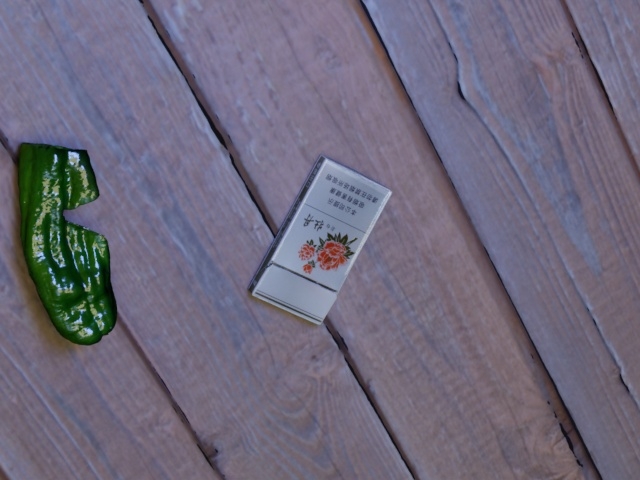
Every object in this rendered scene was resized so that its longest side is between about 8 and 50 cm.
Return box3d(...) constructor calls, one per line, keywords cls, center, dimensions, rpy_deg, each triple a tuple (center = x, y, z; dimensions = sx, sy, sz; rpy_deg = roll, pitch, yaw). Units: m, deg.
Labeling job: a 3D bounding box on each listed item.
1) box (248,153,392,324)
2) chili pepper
box3d(cls="box", center=(0.000, 0.000, 2.128), dimensions=(0.109, 0.029, 0.198), rpy_deg=(25, 96, -27))
box3d(cls="chili pepper", center=(-0.303, 0.003, 1.979), dimensions=(0.099, 0.083, 0.253), rpy_deg=(-14, 108, -19))
